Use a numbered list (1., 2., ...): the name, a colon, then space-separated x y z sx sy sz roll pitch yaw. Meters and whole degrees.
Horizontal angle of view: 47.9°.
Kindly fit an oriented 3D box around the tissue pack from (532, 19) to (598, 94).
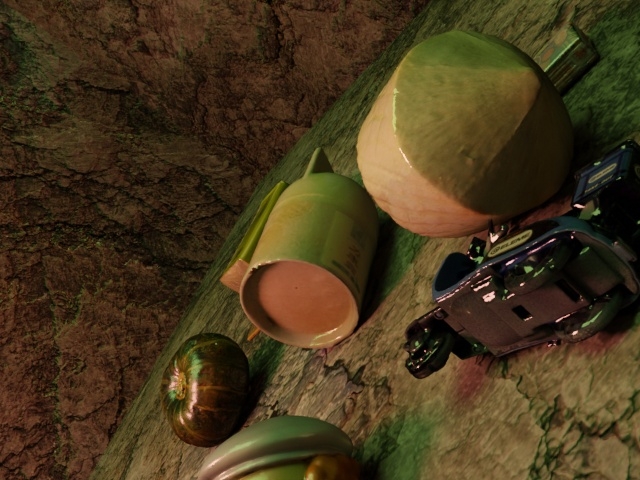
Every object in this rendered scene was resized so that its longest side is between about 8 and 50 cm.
1. tissue pack: 0.392 -0.290 1.224 0.148 0.060 0.108 -47 16 31

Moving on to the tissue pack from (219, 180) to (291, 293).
1. tissue pack: -0.098 0.023 1.852 0.167 0.200 0.274 -40 20 53

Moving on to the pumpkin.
1. pumpkin: -0.251 0.341 1.668 0.260 0.189 0.260 -23 62 51

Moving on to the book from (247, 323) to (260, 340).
1. book: -0.141 0.192 1.996 0.172 0.012 0.118 -46 16 33

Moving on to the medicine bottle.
1. medicine bottle: 0.000 0.000 1.493 0.236 0.236 0.406 -44 17 38

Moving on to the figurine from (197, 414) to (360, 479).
1. figurine: -0.086 0.395 0.903 0.224 0.205 0.381 -58 7 51

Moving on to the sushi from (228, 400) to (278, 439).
1. sushi: -0.172 0.440 1.417 0.231 0.047 0.219 -52 13 14

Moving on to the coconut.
1. coconut: 0.216 -0.151 1.033 0.328 0.329 0.329 -51 14 17

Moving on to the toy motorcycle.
1. toy motorcycle: 0.233 0.044 0.850 0.358 0.125 0.212 -37 14 47
